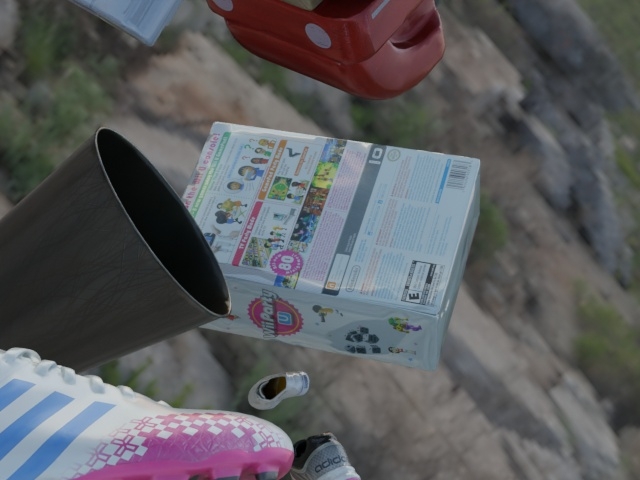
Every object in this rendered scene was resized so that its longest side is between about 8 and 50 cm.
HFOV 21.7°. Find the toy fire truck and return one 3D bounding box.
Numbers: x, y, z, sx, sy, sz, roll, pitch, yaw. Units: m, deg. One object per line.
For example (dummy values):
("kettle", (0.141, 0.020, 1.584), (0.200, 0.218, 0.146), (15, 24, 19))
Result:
("toy fire truck", (0.036, -0.149, 0.840), (0.158, 0.217, 0.246), (24, -29, 31))

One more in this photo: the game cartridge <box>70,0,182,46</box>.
("game cartridge", (-0.236, -0.340, 1.589), (0.297, 0.198, 0.062), (30, 3, 9))

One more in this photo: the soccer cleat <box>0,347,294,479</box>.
("soccer cleat", (-0.175, 0.125, 1.128), (0.331, 0.116, 0.143), (-3, 65, -28))

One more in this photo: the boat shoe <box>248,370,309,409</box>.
("boat shoe", (-0.054, 0.162, 1.807), (0.035, 0.100, 0.035), (5, 75, -37))

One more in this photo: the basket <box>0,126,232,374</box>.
("basket", (-0.228, 0.041, 1.484), (0.204, 0.227, 0.154), (53, 15, -22))

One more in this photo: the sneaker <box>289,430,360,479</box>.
("sneaker", (-0.008, 0.248, 1.748), (0.063, 0.170, 0.074), (-11, 70, -22))

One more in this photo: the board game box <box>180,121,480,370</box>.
("board game box", (0.000, 0.000, 1.769), (0.303, 0.097, 0.224), (10, 49, 12))
